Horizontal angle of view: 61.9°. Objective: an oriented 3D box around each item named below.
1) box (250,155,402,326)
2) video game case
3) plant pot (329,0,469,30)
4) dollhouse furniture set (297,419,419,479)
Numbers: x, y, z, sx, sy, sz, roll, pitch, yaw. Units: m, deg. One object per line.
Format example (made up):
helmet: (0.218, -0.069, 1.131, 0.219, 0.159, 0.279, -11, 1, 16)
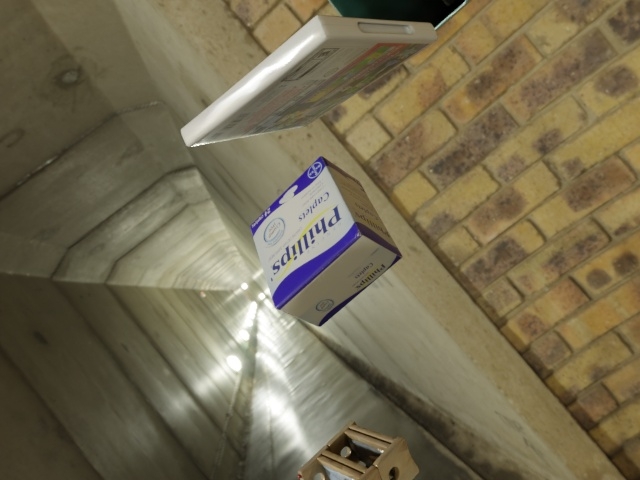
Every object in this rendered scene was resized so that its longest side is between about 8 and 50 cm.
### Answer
box: (0.000, 0.000, 0.591, 0.126, 0.072, 0.137, -43, 44, 19)
video game case: (-0.011, -0.152, 0.521, 0.201, 0.023, 0.183, -23, 0, 42)
plant pot: (0.154, -0.397, 0.795, 0.166, 0.165, 0.234, -32, 9, 49)
dollhouse furniture set: (0.080, 0.404, 0.820, 0.129, 0.183, 0.129, -33, 14, -32)
